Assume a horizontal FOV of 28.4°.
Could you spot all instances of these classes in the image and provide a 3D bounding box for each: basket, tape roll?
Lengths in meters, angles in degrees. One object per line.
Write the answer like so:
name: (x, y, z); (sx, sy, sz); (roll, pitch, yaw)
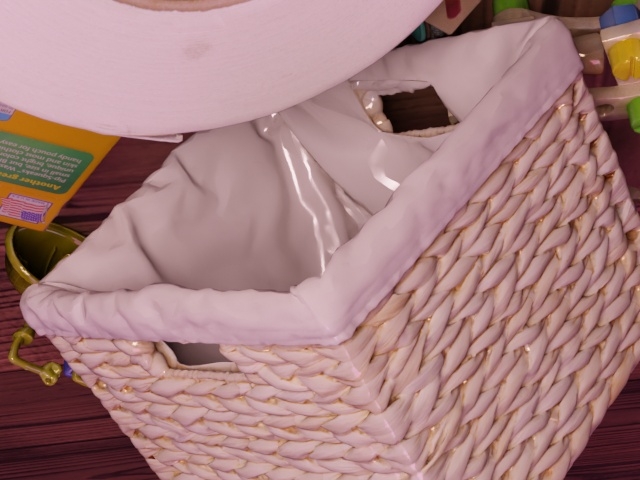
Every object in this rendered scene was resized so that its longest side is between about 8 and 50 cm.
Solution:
basket: (0.031, 0.040, 0.939); (0.328, 0.331, 0.266); (-3, 126, 46)
tape roll: (-0.072, -0.228, 0.689); (0.392, 0.072, 0.392); (-12, 136, -12)

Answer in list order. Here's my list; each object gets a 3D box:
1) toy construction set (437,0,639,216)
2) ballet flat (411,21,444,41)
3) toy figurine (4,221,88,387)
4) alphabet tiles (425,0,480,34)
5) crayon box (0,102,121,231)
toy construction set: (0.215, -0.093, 1.079); (0.215, 0.151, 0.327); (-9, 139, 7)
ballet flat: (0.076, -0.223, 0.917); (0.070, 0.070, 0.188); (-9, 151, 8)
toy figurine: (-0.224, 0.130, 1.358); (0.363, 0.191, 0.217); (21, 146, -35)
alphabet tiles: (0.026, -0.254, 0.782); (0.343, 0.011, 0.285); (21, 122, -41)
crayon box: (-0.236, -0.134, 0.924); (0.203, 0.083, 0.323); (14, 145, -29)
